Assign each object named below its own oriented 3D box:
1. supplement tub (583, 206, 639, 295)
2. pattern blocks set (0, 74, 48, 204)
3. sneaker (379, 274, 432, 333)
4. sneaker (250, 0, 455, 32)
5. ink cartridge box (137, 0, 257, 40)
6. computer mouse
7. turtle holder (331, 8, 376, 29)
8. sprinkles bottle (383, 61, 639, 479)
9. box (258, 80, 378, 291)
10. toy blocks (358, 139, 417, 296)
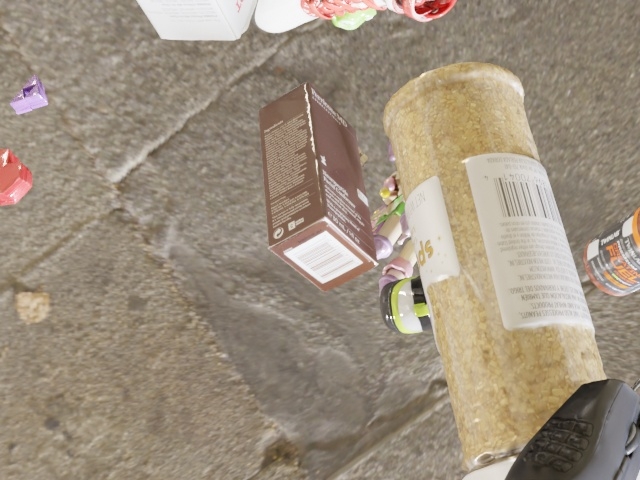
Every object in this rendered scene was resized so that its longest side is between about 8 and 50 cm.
[{"bbox_3d":[0.482,0.004,1.311,0.106,0.198,0.106,7,65,-16],"label":"supplement tub"},{"bbox_3d":[-0.437,-0.088,0.977,0.325,0.026,0.285,-21,47,17],"label":"pattern blocks set"},{"bbox_3d":[0.169,0.065,1.081,0.097,0.235,0.084,-11,97,41],"label":"sneaker"},{"bbox_3d":[0.047,-0.273,0.941,0.270,0.090,0.145,-35,68,21],"label":"sneaker"},{"bbox_3d":[-0.087,-0.210,0.539,0.063,0.150,0.109,4,61,21],"label":"ink cartridge box"},{"bbox_3d":[0.189,0.088,0.503,0.242,0.041,0.071,-43,110,-19],"label":"computer mouse"},{"bbox_3d":[-0.062,-0.449,1.365,0.243,0.227,0.320,-32,122,-27],"label":"turtle holder"},{"bbox_3d":[0.137,0.041,0.674,0.121,0.121,0.355,-14,66,9],"label":"sprinkles bottle"},{"bbox_3d":[-0.009,-0.111,1.775,0.143,0.191,0.381,-29,47,22],"label":"box"},{"bbox_3d":[0.136,-0.038,1.893,0.309,0.260,0.289,45,137,-8],"label":"toy blocks"}]
